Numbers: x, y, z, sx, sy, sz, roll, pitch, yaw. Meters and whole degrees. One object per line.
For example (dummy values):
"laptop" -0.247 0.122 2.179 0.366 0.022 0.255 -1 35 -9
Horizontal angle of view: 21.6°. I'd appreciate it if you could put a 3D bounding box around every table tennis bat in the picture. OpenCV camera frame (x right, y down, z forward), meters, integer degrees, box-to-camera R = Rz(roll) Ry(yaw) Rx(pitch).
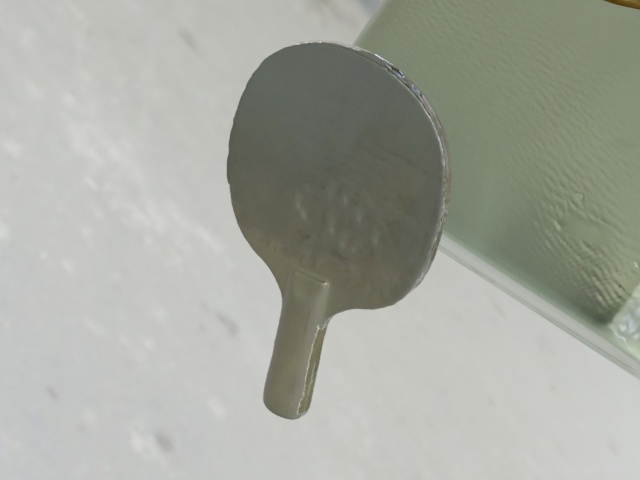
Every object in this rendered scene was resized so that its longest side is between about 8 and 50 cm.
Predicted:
"table tennis bat" 0.000 0.000 0.911 0.131 0.234 0.022 27 35 20

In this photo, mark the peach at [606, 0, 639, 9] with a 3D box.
"peach" 0.146 -0.228 0.568 0.308 0.308 0.332 49 29 -7

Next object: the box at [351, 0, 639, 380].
"box" 0.212 -0.119 1.227 0.352 0.344 0.177 34 -1 31
